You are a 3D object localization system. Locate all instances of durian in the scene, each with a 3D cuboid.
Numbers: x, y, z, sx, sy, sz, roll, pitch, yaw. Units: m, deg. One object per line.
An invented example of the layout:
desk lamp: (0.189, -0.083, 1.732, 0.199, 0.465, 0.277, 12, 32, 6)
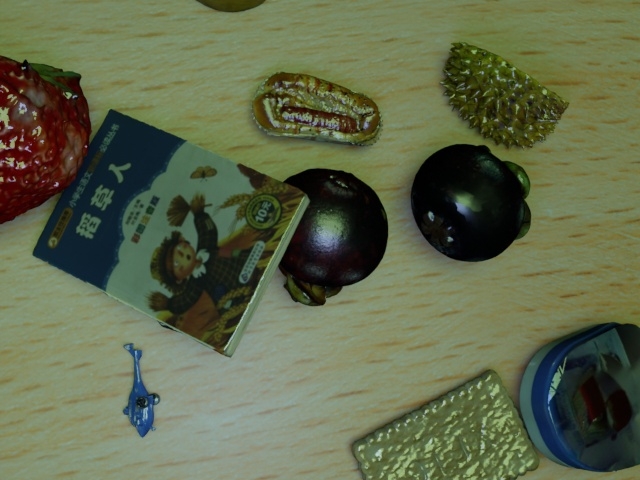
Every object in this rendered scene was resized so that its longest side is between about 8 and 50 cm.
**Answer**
durian: (0.353, -0.283, 1.641, 0.260, 0.186, 0.154, 22, 75, 6)

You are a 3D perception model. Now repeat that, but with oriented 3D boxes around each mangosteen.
mangosteen: (0.000, 0.000, 1.535, 0.228, 0.228, 0.265, 19, 116, -7)
mangosteen: (0.281, -0.074, 1.583, 0.243, 0.243, 0.243, 1, 85, -9)

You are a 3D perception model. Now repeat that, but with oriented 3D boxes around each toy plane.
toy plane: (-0.326, 0.267, 1.528, 0.062, 0.054, 0.167, -6, 86, 16)

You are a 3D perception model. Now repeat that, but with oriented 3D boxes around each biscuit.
biscuit: (0.236, 0.401, 1.608, 0.325, 0.044, 0.217, -27, 91, -12)

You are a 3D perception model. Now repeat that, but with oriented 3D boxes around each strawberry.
strawberry: (-0.526, -0.155, 1.415, 0.291, 0.292, 0.310, 1, 88, -9)

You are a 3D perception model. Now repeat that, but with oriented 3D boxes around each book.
book: (-0.263, -0.024, 1.469, 0.428, 0.039, 0.300, 24, 83, 21)

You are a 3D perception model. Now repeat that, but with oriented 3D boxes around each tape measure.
tape measure: (0.511, 0.305, 1.614, 0.262, 0.138, 0.259, -19, 87, -12)

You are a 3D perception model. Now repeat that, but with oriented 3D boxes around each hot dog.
hot dog: (-0.005, -0.242, 1.615, 0.252, 0.069, 0.131, 12, 82, -9)

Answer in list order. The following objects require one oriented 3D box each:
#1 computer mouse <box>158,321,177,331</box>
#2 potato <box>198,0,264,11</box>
computer mouse: (-0.272, 0.087, 1.545, 0.106, 0.062, 0.192, -41, 86, -10)
potato: (-0.172, -0.527, 1.574, 0.178, 0.158, 0.203, -43, 97, -9)
